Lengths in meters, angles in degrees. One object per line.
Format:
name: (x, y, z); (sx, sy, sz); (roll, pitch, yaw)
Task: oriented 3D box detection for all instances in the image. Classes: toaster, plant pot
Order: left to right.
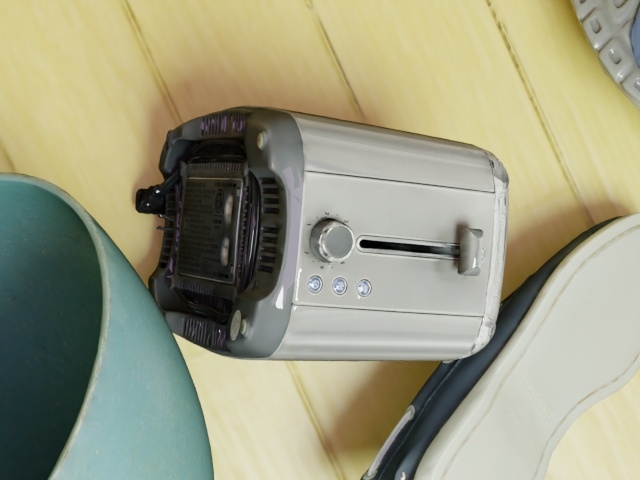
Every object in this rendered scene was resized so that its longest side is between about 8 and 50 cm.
plant pot: (-0.165, 0.138, 0.793); (0.290, 0.290, 0.195); (-48, 130, -5)
toaster: (0.000, 0.000, 0.834); (0.146, 0.227, 0.129); (6, 89, -24)

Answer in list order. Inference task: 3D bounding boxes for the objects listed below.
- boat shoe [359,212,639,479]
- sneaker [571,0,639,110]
boat shoe: (0.111, 0.075, 0.874); (0.254, 0.079, 0.095); (-52, 121, -29)
sneaker: (0.244, -0.067, 0.905); (0.111, 0.129, 0.297); (-36, 75, -4)
